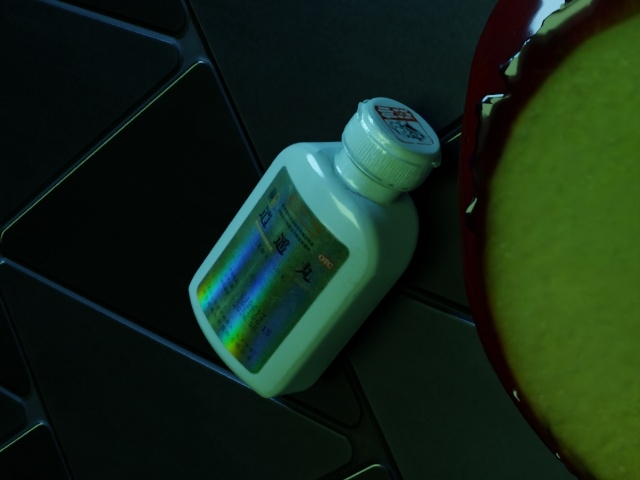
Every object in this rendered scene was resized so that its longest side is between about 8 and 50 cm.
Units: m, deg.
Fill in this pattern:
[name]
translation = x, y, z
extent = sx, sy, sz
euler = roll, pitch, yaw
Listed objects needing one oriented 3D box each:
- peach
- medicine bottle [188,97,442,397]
[peach]
translation = 0.207, -0.020, 0.762
extent = 0.258, 0.201, 0.361
euler = -1, 110, 10
[medicine bottle]
translation = 0.000, 0.000, 1.002
extent = 0.121, 0.083, 0.229
euler = 53, 123, 25
